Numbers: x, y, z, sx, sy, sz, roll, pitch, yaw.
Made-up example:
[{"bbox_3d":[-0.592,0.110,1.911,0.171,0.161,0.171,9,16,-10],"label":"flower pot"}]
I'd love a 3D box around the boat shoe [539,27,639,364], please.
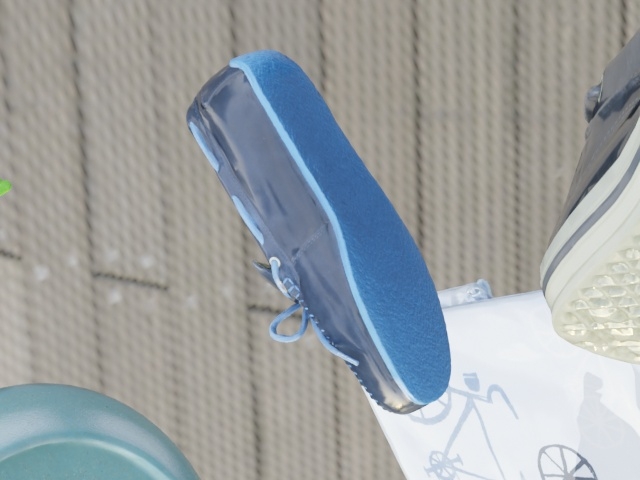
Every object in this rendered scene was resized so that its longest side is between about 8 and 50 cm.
[{"bbox_3d":[0.231,-0.085,0.842,0.187,0.156,0.500,15,156,-8],"label":"boat shoe"}]

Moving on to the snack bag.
[{"bbox_3d":[0.186,0.176,1.545,0.342,0.037,0.323,-15,105,50],"label":"snack bag"}]

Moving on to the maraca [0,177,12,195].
[{"bbox_3d":[-0.355,-0.009,1.651,0.099,0.185,0.127,66,164,-17],"label":"maraca"}]

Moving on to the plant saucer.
[{"bbox_3d":[-0.183,0.257,1.303,0.043,0.317,0.317,-5,105,53],"label":"plant saucer"}]

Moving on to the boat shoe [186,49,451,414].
[{"bbox_3d":[0.000,0.000,1.262,0.089,0.109,0.258,-30,81,34],"label":"boat shoe"}]
